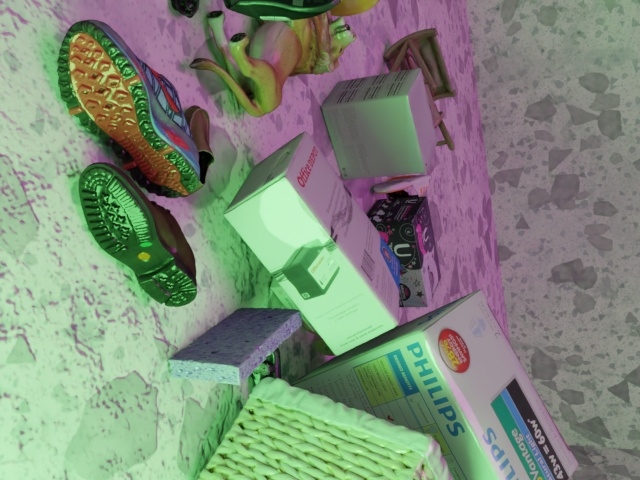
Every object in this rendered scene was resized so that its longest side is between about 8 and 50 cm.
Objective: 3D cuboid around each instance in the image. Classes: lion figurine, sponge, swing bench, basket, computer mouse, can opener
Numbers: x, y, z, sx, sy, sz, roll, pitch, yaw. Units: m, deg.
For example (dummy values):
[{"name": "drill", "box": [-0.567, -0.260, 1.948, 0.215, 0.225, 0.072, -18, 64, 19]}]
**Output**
[{"name": "lion figurine", "box": [-0.082, -0.326, 1.187, 0.392, 0.142, 0.240, -55, 145, -33]}, {"name": "sponge", "box": [-0.122, 0.153, 1.021, 0.210, 0.117, 0.031, -35, 121, -61]}, {"name": "swing bench", "box": [0.282, -0.417, 1.923, 0.253, 0.165, 0.255, 57, 33, -46]}, {"name": "basket", "box": [0.011, 0.432, 0.998, 0.266, 0.331, 0.328, -50, 133, -32]}, {"name": "computer mouse", "box": [-0.094, -0.418, 1.037, 0.060, 0.262, 0.184, 87, 1, -76]}, {"name": "can opener", "box": [-0.089, 0.268, 1.148, 0.073, 0.059, 0.186, 8, 79, -65]}]

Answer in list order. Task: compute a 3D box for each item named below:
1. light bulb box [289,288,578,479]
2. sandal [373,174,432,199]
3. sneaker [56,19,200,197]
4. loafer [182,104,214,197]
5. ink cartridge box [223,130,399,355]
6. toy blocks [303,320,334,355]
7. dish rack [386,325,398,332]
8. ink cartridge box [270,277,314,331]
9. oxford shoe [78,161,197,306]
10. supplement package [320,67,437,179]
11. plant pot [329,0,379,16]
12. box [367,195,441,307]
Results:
[{"name": "light bulb box", "box": [0.189, 0.332, 1.207, 0.225, 0.361, 0.358, -23, 83, -48]}, {"name": "sandal", "box": [0.220, -0.131, 1.833, 0.265, 0.102, 0.076, -22, 108, -55]}, {"name": "sneaker", "box": [-0.242, -0.176, 0.864, 0.262, 0.104, 0.125, 65, 15, -46]}, {"name": "loafer", "box": [-0.183, -0.134, 1.005, 0.056, 0.050, 0.148, 35, 56, -60]}, {"name": "ink cartridge box", "box": [0.000, 0.000, 1.131, 0.307, 0.129, 0.223, 53, 22, -17]}, {"name": "toy blocks", "box": [0.020, 0.146, 1.405, 0.148, 0.054, 0.123, -69, 145, -42]}, {"name": "dish rack", "box": [0.135, 0.272, 1.623, 0.271, 0.074, 0.208, -57, 138, -54]}, {"name": "ink cartridge box", "box": [-0.037, 0.072, 1.280, 0.104, 0.061, 0.181, 58, 37, -45]}, {"name": "oxford shoe", "box": [-0.234, -0.019, 0.871, 0.096, 0.082, 0.227, -95, 164, -49]}, {"name": "supplement package", "box": [0.139, -0.263, 1.537, 0.149, 0.203, 0.194, -62, 141, -48]}, {"name": "plant pot", "box": [0.043, -0.599, 1.351, 0.239, 0.254, 0.254, 79, 22, -50]}, {"name": "box", "box": [0.214, 0.031, 1.733, 0.163, 0.142, 0.247, -52, 133, -55]}]
